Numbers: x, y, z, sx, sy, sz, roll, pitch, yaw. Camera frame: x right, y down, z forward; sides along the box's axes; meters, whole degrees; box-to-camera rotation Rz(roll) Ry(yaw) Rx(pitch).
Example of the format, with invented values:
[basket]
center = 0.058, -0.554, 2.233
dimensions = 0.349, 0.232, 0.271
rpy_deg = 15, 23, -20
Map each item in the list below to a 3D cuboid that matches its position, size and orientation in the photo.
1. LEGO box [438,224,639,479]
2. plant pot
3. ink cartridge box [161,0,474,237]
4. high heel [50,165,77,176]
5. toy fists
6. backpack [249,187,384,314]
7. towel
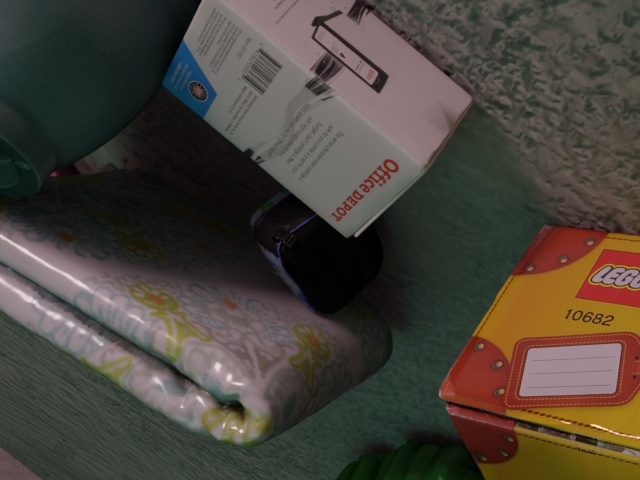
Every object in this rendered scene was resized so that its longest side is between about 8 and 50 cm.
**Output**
[LEGO box]
center = 0.387, 0.206, 0.777
dimensions = 0.500, 0.193, 0.372
rpy_deg = 9, 140, 40
[plant pot]
center = -0.266, -0.157, 0.888
dimensions = 0.293, 0.196, 0.293
rpy_deg = 17, 158, 7
[ink cartridge box]
center = -0.006, -0.115, 0.857
dimensions = 0.203, 0.086, 0.148
rpy_deg = 39, 150, -5
[high heel]
center = -0.306, -0.027, 1.333
dimensions = 0.117, 0.082, 0.244
rpy_deg = 55, 173, 29
[toy fists]
center = 0.106, 0.308, 1.321
dimensions = 0.142, 0.096, 0.279
rpy_deg = 34, 150, -14
[backpack]
center = 0.000, 0.000, 0.999
dimensions = 0.084, 0.105, 0.114
rpy_deg = 38, 163, 48
[towel]
center = -0.139, 0.047, 1.024
dimensions = 0.374, 0.320, 0.090
rpy_deg = 29, 108, 16
